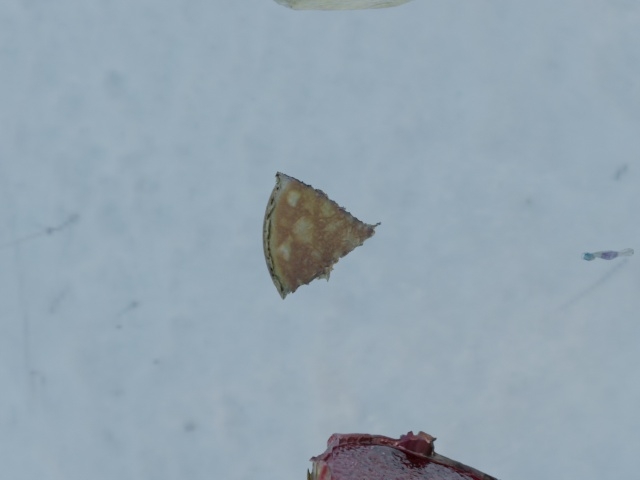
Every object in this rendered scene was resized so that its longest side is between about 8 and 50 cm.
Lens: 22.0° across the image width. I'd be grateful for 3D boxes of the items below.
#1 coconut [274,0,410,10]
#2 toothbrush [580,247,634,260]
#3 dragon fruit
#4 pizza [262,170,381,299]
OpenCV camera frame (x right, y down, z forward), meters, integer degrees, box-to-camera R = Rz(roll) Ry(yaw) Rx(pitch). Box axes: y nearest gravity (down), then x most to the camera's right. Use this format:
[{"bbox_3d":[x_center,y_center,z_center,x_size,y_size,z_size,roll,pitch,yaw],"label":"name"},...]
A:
[{"bbox_3d":[0.026,-0.330,1.527,0.259,0.259,0.259,-1,87,28],"label":"coconut"},{"bbox_3d":[0.310,0.015,1.765,0.013,0.131,0.011,25,105,29],"label":"toothbrush"},{"bbox_3d":[0.089,0.280,1.673,0.126,0.274,0.161,-68,23,18],"label":"dragon fruit"},{"bbox_3d":[-0.014,0.005,1.406,0.100,0.029,0.099,28,82,4],"label":"pizza"}]
